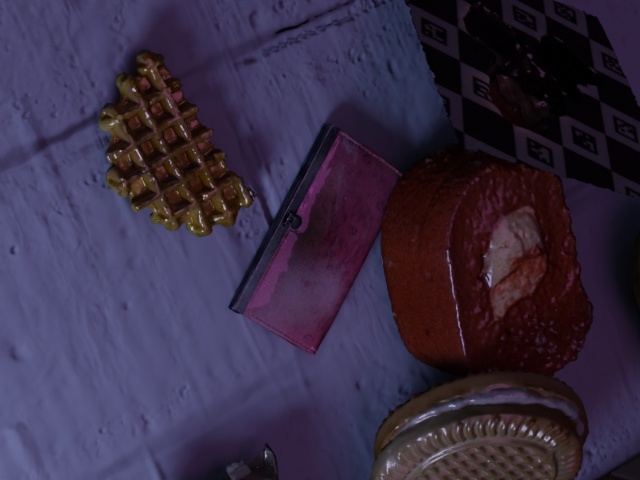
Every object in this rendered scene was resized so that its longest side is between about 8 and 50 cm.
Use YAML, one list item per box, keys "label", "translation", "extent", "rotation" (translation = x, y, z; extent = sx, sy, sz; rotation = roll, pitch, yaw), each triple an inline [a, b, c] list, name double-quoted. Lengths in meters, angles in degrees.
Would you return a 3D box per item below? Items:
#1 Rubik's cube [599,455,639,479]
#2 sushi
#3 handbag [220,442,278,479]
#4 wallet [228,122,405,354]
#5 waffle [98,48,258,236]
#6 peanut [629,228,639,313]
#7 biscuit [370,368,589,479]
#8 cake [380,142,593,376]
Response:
- label: "Rubik's cube"
  translation: [0.528, 0.431, 1.885]
  extent: [0.347, 0.344, 0.346]
  rotation: [-23, 104, -24]
- label: "sushi"
  translation: [0.218, -0.163, 1.757]
  extent: [0.320, 0.069, 0.339]
  rotation: [13, 43, -30]
- label: "handbag"
  translation: [-0.081, 0.363, 1.677]
  extent: [0.182, 0.117, 0.270]
  rotation: [-21, 103, -34]
- label: "wallet"
  translation: [0.000, 0.000, 1.742]
  extent: [0.119, 0.025, 0.232]
  rotation: [32, 79, -28]
- label: "waffle"
  translation: [-0.145, -0.093, 1.644]
  extent: [0.192, 0.046, 0.160]
  rotation: [25, 82, -29]
- label: "peanut"
  translation: [0.464, 0.080, 1.931]
  extent: [0.140, 0.153, 0.325]
  rotation: [-27, 115, -10]
- label: "biscuit"
  translation: [0.175, 0.239, 1.757]
  extent: [0.259, 0.259, 0.079]
  rotation: [15, 44, -29]
- label: "cake"
  translation: [0.180, 0.034, 1.765]
  extent: [0.177, 0.151, 0.283]
  rotation: [-28, 115, -30]
